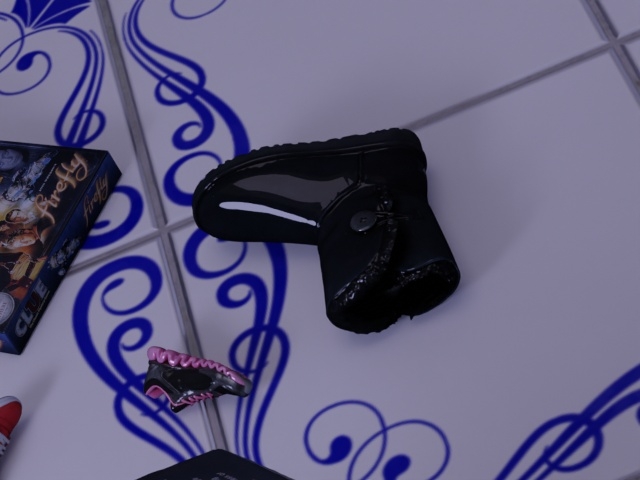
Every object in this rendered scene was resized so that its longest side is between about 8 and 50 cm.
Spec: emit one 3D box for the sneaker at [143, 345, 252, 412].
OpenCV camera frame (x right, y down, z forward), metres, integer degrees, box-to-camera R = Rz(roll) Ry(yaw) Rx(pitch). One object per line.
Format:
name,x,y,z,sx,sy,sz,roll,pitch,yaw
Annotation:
sneaker,-0.118,0.138,1.812,0.119,0.047,0.057,11,76,32

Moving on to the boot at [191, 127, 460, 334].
boot,0.000,0.000,1.839,0.246,0.094,0.207,-13,43,4

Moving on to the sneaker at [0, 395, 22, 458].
sneaker,-0.316,0.205,1.830,0.118,0.042,0.067,-48,45,-10

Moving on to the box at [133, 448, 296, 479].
box,-0.150,0.354,1.286,0.395,0.293,0.212,-18,21,-34

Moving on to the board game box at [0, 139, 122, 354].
board game box,-0.333,0.002,2.017,0.165,0.042,0.243,6,54,28
